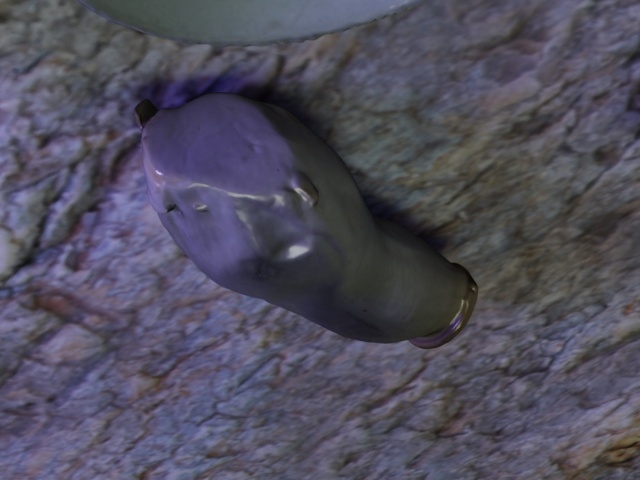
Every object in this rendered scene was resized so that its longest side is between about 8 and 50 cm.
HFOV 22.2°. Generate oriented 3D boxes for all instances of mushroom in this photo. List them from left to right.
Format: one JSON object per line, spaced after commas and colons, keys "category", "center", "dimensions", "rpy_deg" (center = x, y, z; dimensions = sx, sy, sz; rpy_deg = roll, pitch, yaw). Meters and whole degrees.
{"category": "mushroom", "center": [-0.002, 0.001, 1.047], "dimensions": [0.109, 0.097, 0.351], "rpy_deg": [-26, 151, 17]}

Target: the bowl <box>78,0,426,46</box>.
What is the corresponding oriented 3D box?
{"category": "bowl", "center": [0.003, -0.231, 0.623], "dimensions": [0.313, 0.146, 0.313], "rpy_deg": [-19, 150, -12]}
